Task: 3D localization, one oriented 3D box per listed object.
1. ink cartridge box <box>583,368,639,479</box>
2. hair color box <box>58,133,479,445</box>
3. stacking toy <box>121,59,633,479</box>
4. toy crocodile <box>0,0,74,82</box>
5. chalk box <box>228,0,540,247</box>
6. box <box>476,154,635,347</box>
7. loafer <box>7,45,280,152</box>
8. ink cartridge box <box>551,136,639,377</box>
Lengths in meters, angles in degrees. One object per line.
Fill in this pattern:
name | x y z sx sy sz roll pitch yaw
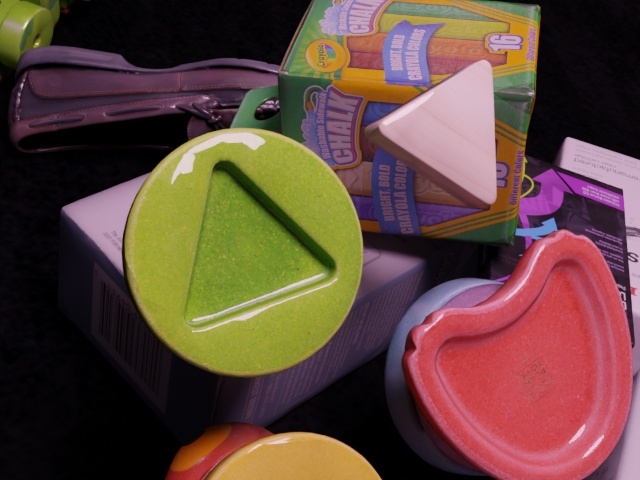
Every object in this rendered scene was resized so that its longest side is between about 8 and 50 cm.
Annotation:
ink cartridge box | 0.284 0.282 0.553 0.308 0.091 0.385 27 43 8
hair color box | 0.000 0.000 0.773 0.374 0.114 0.185 -27 57 -36
stacking toy | 0.017 0.058 0.585 0.309 0.130 0.280 -22 95 -22
toy crocodile | -0.306 -0.239 0.968 0.115 0.105 0.340 19 46 4
chalk box | 0.042 -0.094 0.688 0.213 0.132 0.132 7 41 8
box | 0.179 0.006 0.730 0.116 0.029 0.162 18 49 -8
loafer | -0.134 -0.106 0.877 0.302 0.109 0.095 6 61 -1
ink cartridge box | 0.265 0.024 0.837 0.160 0.093 0.219 19 41 5
